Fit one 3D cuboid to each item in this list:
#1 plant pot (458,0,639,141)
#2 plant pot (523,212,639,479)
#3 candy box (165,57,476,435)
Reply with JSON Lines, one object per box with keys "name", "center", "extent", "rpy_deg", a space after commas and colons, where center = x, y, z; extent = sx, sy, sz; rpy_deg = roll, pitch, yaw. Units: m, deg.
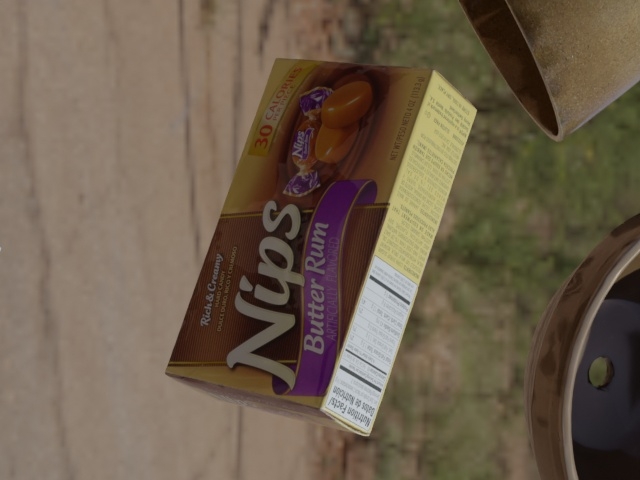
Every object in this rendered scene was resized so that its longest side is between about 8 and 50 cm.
{"name": "plant pot", "center": [0.235, -0.242, 1.327], "extent": [0.237, 0.254, 0.237], "rpy_deg": [60, 0, 0]}
{"name": "plant pot", "center": [0.206, 0.090, 1.056], "extent": [0.109, 0.237, 0.237], "rpy_deg": [8, -80, 57]}
{"name": "candy box", "center": [0.000, 0.000, 0.901], "extent": [0.053, 0.109, 0.187], "rpy_deg": [36, 70, -49]}
